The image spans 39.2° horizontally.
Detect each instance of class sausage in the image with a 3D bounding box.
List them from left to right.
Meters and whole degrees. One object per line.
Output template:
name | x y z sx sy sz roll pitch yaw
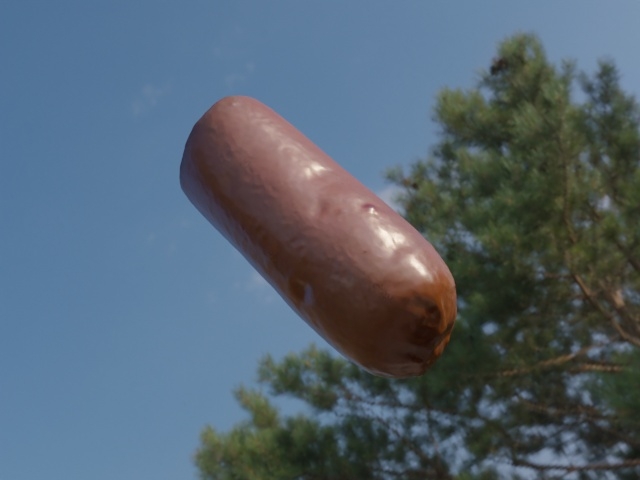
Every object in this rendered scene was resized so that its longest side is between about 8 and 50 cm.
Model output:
sausage | 0.000 0.000 0.692 0.113 0.259 0.114 -35 -28 -22
